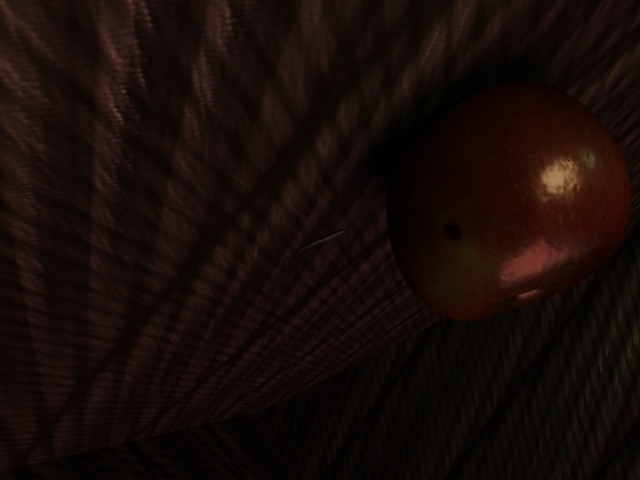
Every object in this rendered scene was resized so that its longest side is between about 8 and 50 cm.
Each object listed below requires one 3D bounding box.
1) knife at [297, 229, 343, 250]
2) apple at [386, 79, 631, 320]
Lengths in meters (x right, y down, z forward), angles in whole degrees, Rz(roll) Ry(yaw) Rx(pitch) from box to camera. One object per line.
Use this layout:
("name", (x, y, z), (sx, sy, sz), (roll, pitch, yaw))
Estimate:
("knife", (0.000, 0.000, 1.171), (0.091, 0.005, 0.014), (-24, 163, 1))
("apple", (0.258, -0.051, 0.919), (0.349, 0.276, 0.348), (-19, 163, -6))
